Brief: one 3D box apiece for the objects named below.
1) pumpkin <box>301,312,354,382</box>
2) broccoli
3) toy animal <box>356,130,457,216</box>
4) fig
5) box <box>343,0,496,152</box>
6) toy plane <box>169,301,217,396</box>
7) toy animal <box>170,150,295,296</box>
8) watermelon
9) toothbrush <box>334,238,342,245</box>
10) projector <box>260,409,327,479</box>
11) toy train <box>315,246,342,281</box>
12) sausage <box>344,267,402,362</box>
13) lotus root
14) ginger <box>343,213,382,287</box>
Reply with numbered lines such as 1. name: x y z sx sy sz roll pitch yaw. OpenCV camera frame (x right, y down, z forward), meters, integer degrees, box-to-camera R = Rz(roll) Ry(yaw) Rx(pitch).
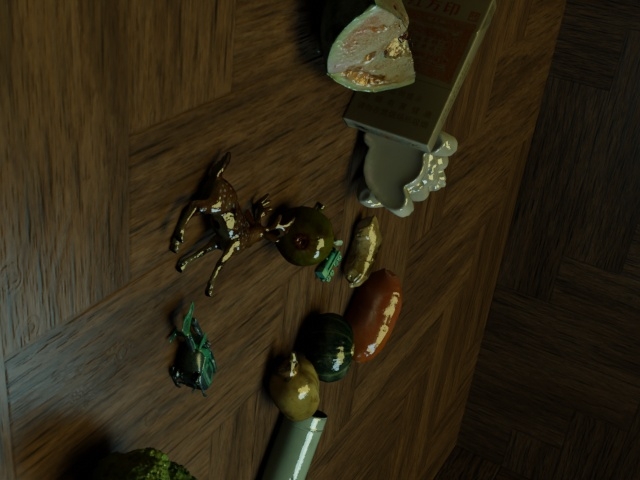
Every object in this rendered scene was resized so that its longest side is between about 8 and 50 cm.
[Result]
1. pumpkin: 0.021 0.257 2.019 0.167 0.125 0.167 -166 -90 -87
2. broccoli: -0.339 0.453 1.397 0.302 0.186 0.254 -29 167 15
3. toy animal: 0.205 -0.192 1.993 0.271 0.206 0.265 -58 168 14
4. fig: -0.028 -0.030 1.741 0.236 0.124 0.124 -75 177 -68
5. box: 0.216 -0.384 1.813 0.365 0.205 0.051 -65 157 -10
6. toy plane: -0.226 0.210 1.526 0.235 0.060 0.096 84 27 -53
7. toy animal: -0.147 -0.028 1.468 0.260 0.087 0.243 -50 152 -32
8. watermelon: 0.066 -0.407 1.580 0.175 0.188 0.322 -20 157 1
9. toothbrush: 0.000 0.000 1.900 0.219 0.019 0.016 3 104 -66
10. projector: -0.086 0.572 2.076 0.108 0.108 0.337 17 94 -67
11. toy train: 0.020 0.056 1.980 0.092 0.029 0.045 -60 140 -29
12. sausage: 0.140 0.202 2.242 0.258 0.133 0.133 -66 157 -9
13. lotus root: -0.060 0.331 1.923 0.118 0.125 0.221 -20 139 -3
14. ginger: 0.107 0.026 2.092 0.095 0.069 0.190 7 102 -72
